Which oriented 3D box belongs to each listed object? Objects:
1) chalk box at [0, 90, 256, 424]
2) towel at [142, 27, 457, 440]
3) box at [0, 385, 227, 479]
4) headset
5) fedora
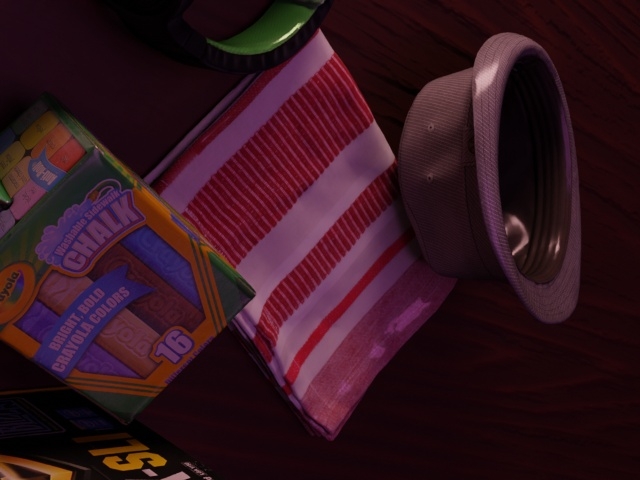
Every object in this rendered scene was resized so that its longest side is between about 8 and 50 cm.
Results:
[{"bbox_3d":[-0.173,-0.003,0.653,0.132,0.132,0.213,-44,129,-3],"label":"chalk box"},{"bbox_3d":[0.000,0.000,0.891,0.237,0.037,0.329,-49,127,-23],"label":"towel"},{"bbox_3d":[-0.184,0.177,0.577,0.257,0.322,0.079,4,99,-41],"label":"box"},{"bbox_3d":[-0.079,-0.269,0.656,0.394,0.185,0.244,35,76,-52],"label":"headset"},{"bbox_3d":[0.157,-0.056,0.934,0.243,0.124,0.276,-5,90,-57],"label":"fedora"}]
